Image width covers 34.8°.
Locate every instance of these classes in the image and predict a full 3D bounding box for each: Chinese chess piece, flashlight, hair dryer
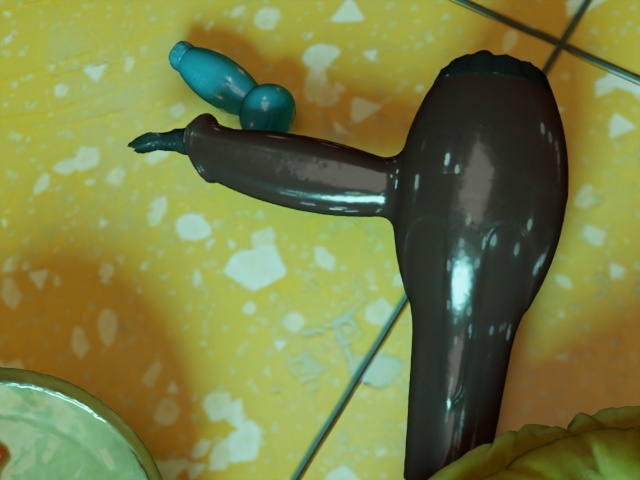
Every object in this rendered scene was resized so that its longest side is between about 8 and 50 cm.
[{"bbox_3d":[-0.222,0.210,0.681,0.250,0.103,0.249,4,77,-16],"label":"Chinese chess piece"},{"bbox_3d":[-0.075,-0.126,0.845,0.129,0.051,0.051,36,81,20],"label":"flashlight"},{"bbox_3d":[0.000,0.000,0.760,0.340,0.123,0.312,11,83,15],"label":"hair dryer"}]

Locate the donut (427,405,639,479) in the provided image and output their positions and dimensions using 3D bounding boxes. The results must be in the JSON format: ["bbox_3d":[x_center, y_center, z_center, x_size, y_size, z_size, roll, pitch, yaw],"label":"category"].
[{"bbox_3d":[0.198,0.314,0.570,0.449,0.198,0.448,-2,72,7],"label":"donut"}]
